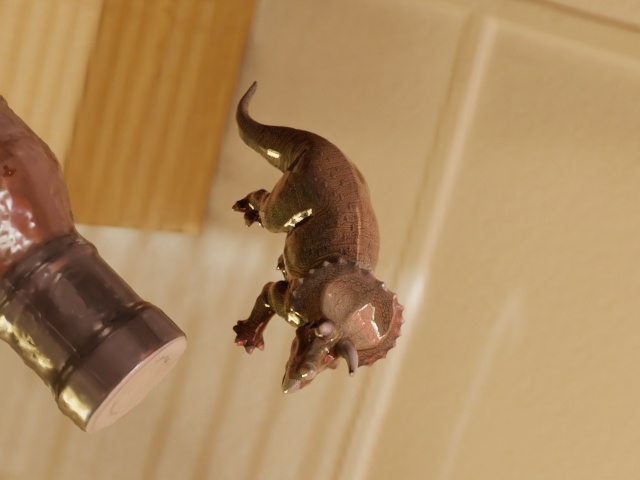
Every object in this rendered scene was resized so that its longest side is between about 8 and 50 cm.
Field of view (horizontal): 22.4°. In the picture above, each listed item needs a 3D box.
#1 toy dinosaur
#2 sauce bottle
[{"bbox_3d":[0.000,0.000,1.311,0.160,0.121,0.314,-36,-134,45],"label":"toy dinosaur"},{"bbox_3d":[-0.211,-0.045,0.826,0.344,0.111,0.111,46,-59,11],"label":"sauce bottle"}]
